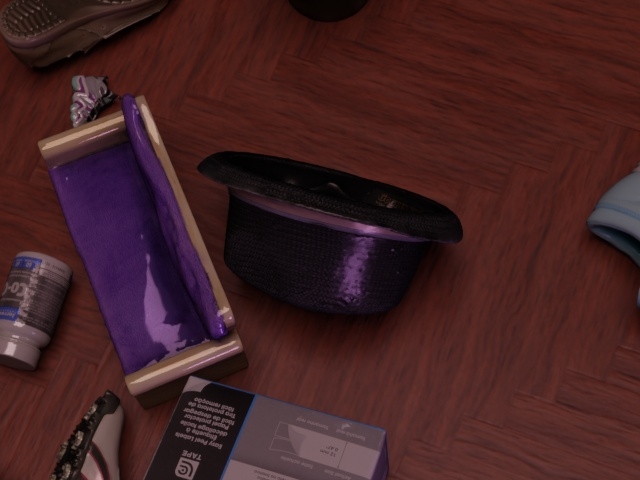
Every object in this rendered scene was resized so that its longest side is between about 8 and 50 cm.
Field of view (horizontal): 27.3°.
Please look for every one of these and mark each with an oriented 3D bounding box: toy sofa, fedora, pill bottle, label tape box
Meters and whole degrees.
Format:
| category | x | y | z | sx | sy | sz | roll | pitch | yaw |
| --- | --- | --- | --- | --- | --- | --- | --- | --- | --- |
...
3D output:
| category | x | y | z | sx | sy | sz | roll | pitch | yaw |
| --- | --- | --- | --- | --- | --- | --- | --- | --- | --- |
| toy sofa | -0.224 | 0.009 | 1.632 | 0.150 | 0.177 | 0.362 | -22 | 69 | -6 |
| fedora | 0.000 | 0.000 | 1.610 | 0.334 | 0.334 | 0.152 | 15 | 100 | 9 |
| pill bottle | -0.369 | 0.090 | 1.659 | 0.078 | 0.078 | 0.137 | 12 | 68 | 8 |
| label tape box | -0.091 | 0.349 | 1.481 | 0.249 | 0.115 | 0.347 | 14 | 56 | 13 |

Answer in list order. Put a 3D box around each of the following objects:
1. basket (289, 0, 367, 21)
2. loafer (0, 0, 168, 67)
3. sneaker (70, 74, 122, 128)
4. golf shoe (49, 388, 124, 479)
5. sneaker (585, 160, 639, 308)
| category | x | y | z | sx | sy | sz | roll | pitch | yaw |
| --- | --- | --- | --- | --- | --- | --- | --- | --- | --- |
| basket | 0.005 | -0.405 | 1.762 | 0.204 | 0.227 | 0.154 | -43 | 72 | -14 |
| loafer | -0.322 | -0.320 | 1.822 | 0.268 | 0.092 | 0.102 | -26 | 69 | -24 |
| sneaker | -0.303 | -0.184 | 1.789 | 0.069 | 0.038 | 0.098 | -5 | 68 | 2 |
| golf shoe | -0.269 | 0.317 | 1.566 | 0.120 | 0.105 | 0.273 | 21 | 65 | -17 |
| sneaker | 0.469 | 0.068 | 1.606 | 0.150 | 0.135 | 0.366 | -37 | 62 | -3 |
